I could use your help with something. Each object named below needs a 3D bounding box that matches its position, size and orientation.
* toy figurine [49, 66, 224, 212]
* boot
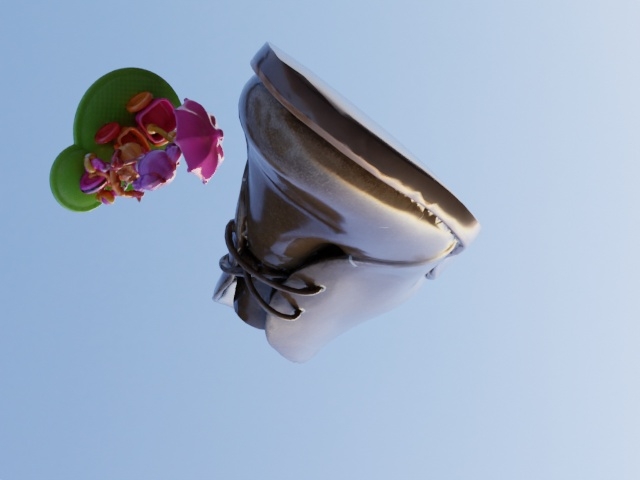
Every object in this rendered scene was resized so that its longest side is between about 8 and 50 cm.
[{"bbox_3d":[-0.168,-0.088,1.531,0.173,0.159,0.130,-46,-60,-19],"label":"toy figurine"},{"bbox_3d":[0.000,0.000,0.732,0.112,0.115,0.305,45,177,14],"label":"boot"}]
